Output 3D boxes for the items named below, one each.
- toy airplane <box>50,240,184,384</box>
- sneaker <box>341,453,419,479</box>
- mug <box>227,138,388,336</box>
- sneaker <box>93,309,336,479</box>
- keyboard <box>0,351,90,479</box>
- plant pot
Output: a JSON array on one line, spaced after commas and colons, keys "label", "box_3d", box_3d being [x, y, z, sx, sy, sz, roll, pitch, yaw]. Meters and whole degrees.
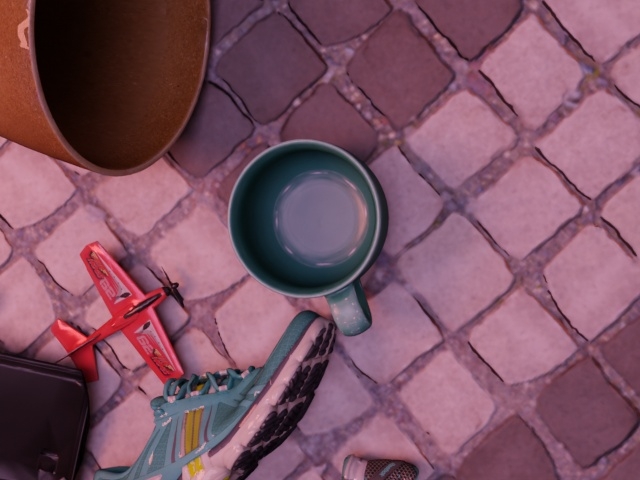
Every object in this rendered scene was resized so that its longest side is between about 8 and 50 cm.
[{"label": "toy airplane", "box_3d": [-0.191, 0.081, 0.893, 0.151, 0.028, 0.151, 1, 96, 7]}, {"label": "sneaker", "box_3d": [0.063, 0.268, 0.839, 0.076, 0.065, 0.166, -7, 91, 6]}, {"label": "mug", "box_3d": [-0.008, -0.005, 0.826, 0.130, 0.097, 0.157, 9, 93, 9]}, {"label": "sneaker", "box_3d": [-0.097, 0.158, 0.846, 0.275, 0.107, 0.110, -46, 74, 7]}, {"label": "keyboard", "box_3d": [-0.379, 0.179, 0.885, 0.317, 0.033, 0.201, 13, 102, -7]}, {"label": "plant pot", "box_3d": [-0.261, -0.189, 0.820, 0.254, 0.237, 0.237, 10, 93, 25]}]
